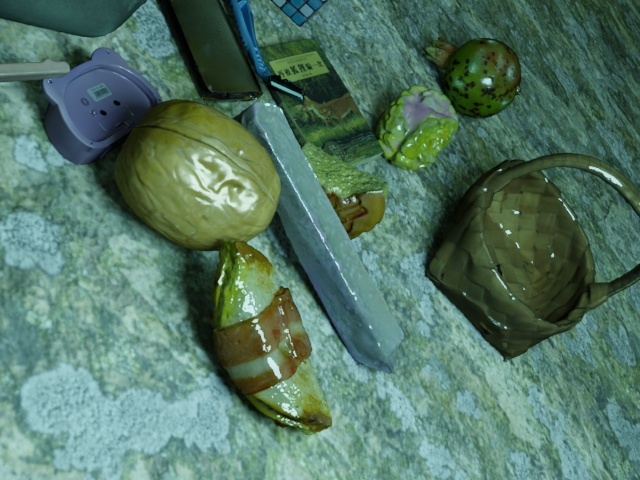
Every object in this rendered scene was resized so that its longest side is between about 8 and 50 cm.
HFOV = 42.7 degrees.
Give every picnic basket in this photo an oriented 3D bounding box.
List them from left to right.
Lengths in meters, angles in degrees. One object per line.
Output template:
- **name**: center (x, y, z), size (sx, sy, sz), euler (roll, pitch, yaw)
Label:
- **picnic basket**: center (0.375, -0.009, 1.320), size (0.293, 0.337, 0.337), euler (46, 41, -11)

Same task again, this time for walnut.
- **walnut**: center (-0.144, -0.074, 0.978), size (0.197, 0.165, 0.165), euler (34, 44, -35)

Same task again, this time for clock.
- **clock**: center (-0.272, -0.163, 0.992), size (0.110, 0.050, 0.152), euler (50, 40, -7)

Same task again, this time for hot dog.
- **hot dog**: center (-0.073, 0.120, 0.969), size (0.123, 0.093, 0.261), euler (-28, 100, -58)

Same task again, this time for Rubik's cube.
- **Rubik's cube**: center (-0.028, -0.438, 1.381), size (0.092, 0.092, 0.092), euler (40, 43, -19)

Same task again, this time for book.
- **book**: center (-0.005, -0.215, 1.310), size (0.160, 0.024, 0.228), euler (-25, 84, -47)

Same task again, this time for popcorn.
- **popcorn**: center (0.160, -0.187, 1.379), size (0.126, 0.126, 0.145), euler (21, 77, -16)

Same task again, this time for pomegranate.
- **pomegranate**: center (0.295, -0.327, 1.588), size (0.205, 0.159, 0.159), euler (36, 36, 20)

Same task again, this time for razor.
- **razor**: center (-0.104, -0.312, 1.244), size (0.082, 0.042, 0.253), euler (9, 50, -52)

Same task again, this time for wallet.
- **wallet**: center (-0.164, -0.294, 1.200), size (0.110, 0.031, 0.198), euler (-13, 74, -47)

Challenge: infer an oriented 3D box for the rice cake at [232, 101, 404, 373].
- **rice cake**: center (0.000, -0.001, 1.084), size (0.064, 0.070, 0.399), euler (-40, 108, -41)

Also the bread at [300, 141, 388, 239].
- **bread**: center (0.013, -0.057, 1.145), size (0.156, 0.125, 0.086), euler (24, 37, 3)

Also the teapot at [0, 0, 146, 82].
- **teapot**: center (-0.363, -0.319, 0.882), size (0.344, 0.253, 0.300), euler (-17, 91, -41)
